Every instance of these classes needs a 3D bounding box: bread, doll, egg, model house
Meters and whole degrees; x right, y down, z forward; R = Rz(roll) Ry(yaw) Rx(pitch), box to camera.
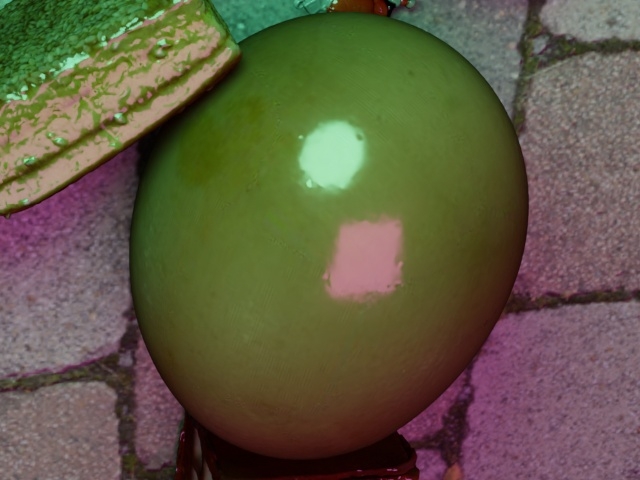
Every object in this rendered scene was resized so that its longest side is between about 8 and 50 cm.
[{"bbox_3d":[-0.182,-0.124,1.353,0.234,0.184,0.110,-31,119,0],"label":"bread"},{"bbox_3d":[0.025,-0.192,1.480,0.114,0.039,0.057,3,148,-34],"label":"doll"},{"bbox_3d":[0.000,0.000,1.426,0.301,0.301,0.374,14,122,-27],"label":"egg"},{"bbox_3d":[-0.037,0.256,1.653,0.196,0.160,0.254,-3,122,-20],"label":"model house"}]
